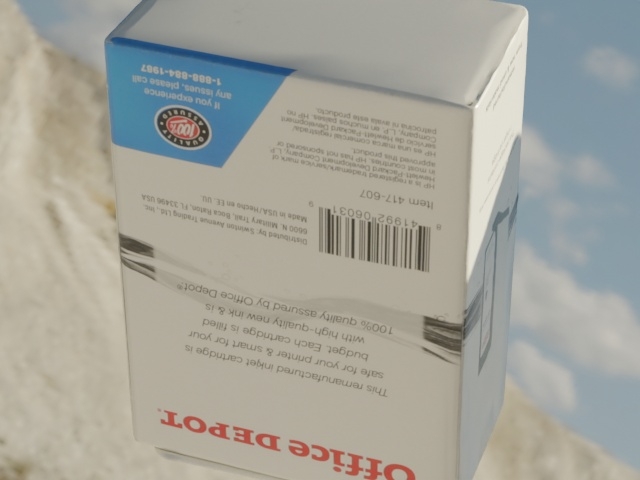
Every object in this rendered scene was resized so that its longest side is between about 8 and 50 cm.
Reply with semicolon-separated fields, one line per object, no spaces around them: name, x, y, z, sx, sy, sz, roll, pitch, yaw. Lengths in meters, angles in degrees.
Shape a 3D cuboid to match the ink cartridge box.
ink cartridge box;0.000;0.000;0.783;0.148;0.086;0.203;12;-52;16
